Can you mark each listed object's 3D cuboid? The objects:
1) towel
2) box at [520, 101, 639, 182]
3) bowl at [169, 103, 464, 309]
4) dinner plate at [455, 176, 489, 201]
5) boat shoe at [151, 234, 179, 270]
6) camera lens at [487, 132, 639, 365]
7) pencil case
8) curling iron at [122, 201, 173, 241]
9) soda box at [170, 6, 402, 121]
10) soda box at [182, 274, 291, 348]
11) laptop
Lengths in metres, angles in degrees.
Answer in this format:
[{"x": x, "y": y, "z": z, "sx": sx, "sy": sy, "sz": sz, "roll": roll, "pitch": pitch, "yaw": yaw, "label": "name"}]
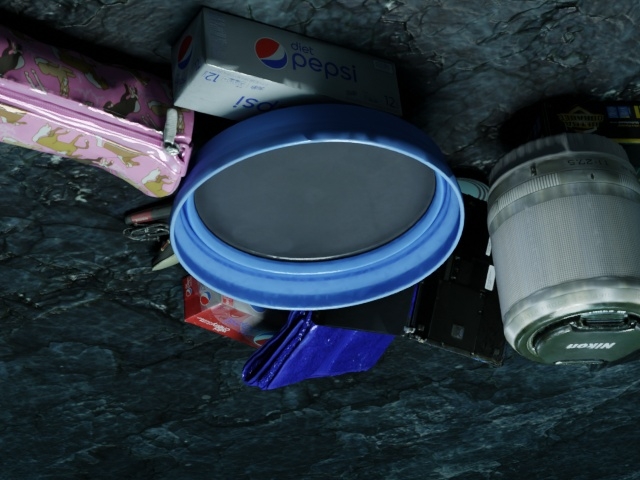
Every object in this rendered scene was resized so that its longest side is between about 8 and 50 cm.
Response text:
[{"x": 0.033, "y": 0.162, "z": 2.216, "sx": 0.308, "sy": 0.076, "sz": 0.228, "roll": -8, "pitch": 145, "yaw": -49, "label": "towel"}, {"x": 0.416, "y": -0.092, "z": 1.952, "sx": 0.257, "sy": 0.079, "sz": 0.322, "roll": 1, "pitch": 152, "yaw": -8, "label": "box"}, {"x": -0.005, "y": -0.040, "z": 1.732, "sx": 0.391, "sy": 0.077, "sz": 0.391, "roll": -3, "pitch": 146, "yaw": -2, "label": "bowl"}, {"x": 0.197, "y": -0.067, "z": 2.023, "sx": 0.141, "sy": 0.017, "sz": 0.141, "roll": -5, "pitch": 152, "yaw": -3, "label": "dinner plate"}, {"x": -0.232, "y": 0.010, "z": 2.071, "sx": 0.049, "sy": 0.042, "sz": 0.133, "roll": -15, "pitch": 166, "yaw": -43, "label": "boat shoe"}, {"x": 0.346, "y": 0.020, "z": 1.774, "sx": 0.219, "sy": 0.274, "sz": 0.219, "roll": -4, "pitch": 152, "yaw": -2, "label": "camera lens"}, {"x": -0.334, "y": -0.172, "z": 1.575, "sx": 0.386, "sy": 0.160, "sz": 0.167, "roll": 17, "pitch": 145, "yaw": -35, "label": "pencil case"}, {"x": -0.183, "y": -0.053, "z": 1.963, "sx": 0.274, "sy": 0.035, "sz": 0.068, "roll": -19, "pitch": 154, "yaw": 26, "label": "curling iron"}, {"x": -0.042, "y": -0.200, "z": 1.644, "sx": 0.286, "sy": 0.091, "sz": 0.098, "roll": 11, "pitch": 147, "yaw": -29, "label": "soda box"}, {"x": -0.118, "y": 0.124, "z": 2.260, "sx": 0.092, "sy": 0.084, "sz": 0.263, "roll": -25, "pitch": 146, "yaw": 32, "label": "soda box"}, {"x": 0.151, "y": 0.045, "z": 1.924, "sx": 0.264, "sy": 0.234, "sz": 0.136, "roll": 18, "pitch": 166, "yaw": -24, "label": "laptop"}]
